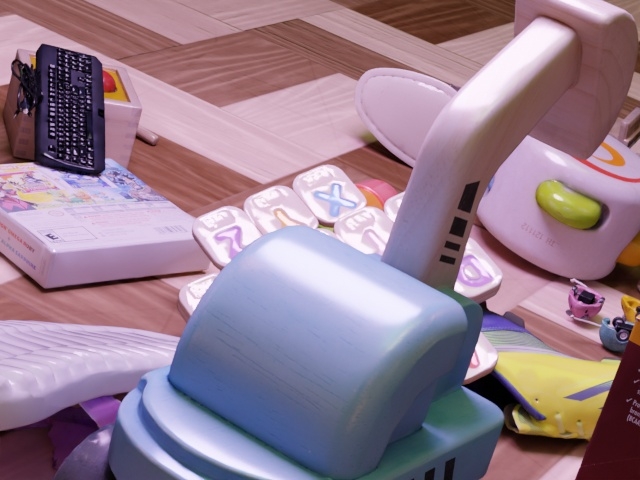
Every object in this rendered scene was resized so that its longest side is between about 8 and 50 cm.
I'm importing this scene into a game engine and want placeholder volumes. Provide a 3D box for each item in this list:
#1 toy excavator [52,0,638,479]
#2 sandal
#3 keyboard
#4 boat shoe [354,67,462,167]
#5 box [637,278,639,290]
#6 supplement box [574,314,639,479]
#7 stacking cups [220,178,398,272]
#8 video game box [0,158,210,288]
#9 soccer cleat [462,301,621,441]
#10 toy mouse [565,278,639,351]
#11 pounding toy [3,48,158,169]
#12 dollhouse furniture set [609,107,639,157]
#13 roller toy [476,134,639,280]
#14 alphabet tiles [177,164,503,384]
[{"bbox_3d":[0.053,0.047,1.239,0.222,0.445,0.433,29,25,27],"label":"toy excavator"},{"bbox_3d":[-0.216,0.122,1.337,0.169,0.102,0.416,11,4,24],"label":"sandal"},{"bbox_3d":[-0.271,-0.148,1.828,0.100,0.038,0.192,8,41,-17],"label":"keyboard"},{"bbox_3d":[0.198,-0.133,2.225,0.324,0.117,0.097,24,22,8],"label":"boat shoe"},{"bbox_3d":[0.480,0.098,1.998,0.201,0.021,0.164,9,23,-18],"label":"box"},{"bbox_3d":[0.339,0.175,1.477,0.191,0.194,0.129,28,24,25],"label":"supplement box"},{"bbox_3d":[0.000,0.000,1.818,0.096,0.096,0.316,23,18,15],"label":"stacking cups"},{"bbox_3d":[-0.238,-0.021,1.728,0.205,0.048,0.187,-6,33,-44],"label":"video game box"},{"bbox_3d":[0.228,0.153,1.626,0.289,0.093,0.121,22,45,5],"label":"soccer cleat"},{"bbox_3d":[0.309,0.087,1.885,0.143,0.031,0.161,-7,32,-46],"label":"toy mouse"},{"bbox_3d":[-0.260,-0.162,1.986,0.181,0.094,0.206,8,24,-20],"label":"pounding toy"},{"bbox_3d":[0.463,-0.083,2.328,0.212,0.161,0.242,27,46,25],"label":"dollhouse furniture set"},{"bbox_3d":[0.283,-0.049,2.041,0.209,0.146,0.191,4,33,-42],"label":"roller toy"},{"bbox_3d":[0.020,0.045,1.606,0.284,0.021,0.278,-23,57,-25],"label":"alphabet tiles"}]
